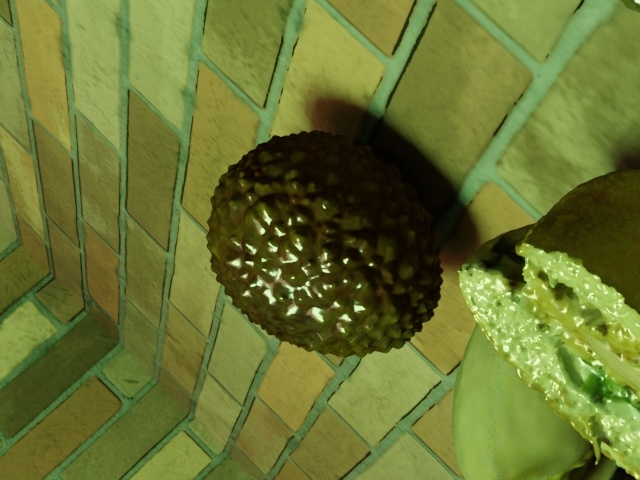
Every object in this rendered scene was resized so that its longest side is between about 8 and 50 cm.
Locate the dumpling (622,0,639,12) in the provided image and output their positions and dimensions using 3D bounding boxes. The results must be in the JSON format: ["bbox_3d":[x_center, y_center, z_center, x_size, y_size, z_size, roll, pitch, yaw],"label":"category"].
[{"bbox_3d":[0.171,-0.179,0.527,0.166,0.086,0.332,42,163,22],"label":"dumpling"}]

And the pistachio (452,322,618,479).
[{"bbox_3d":[0.162,0.104,0.884,0.144,0.215,0.144,17,145,12],"label":"pistachio"}]

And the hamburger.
[{"bbox_3d":[0.225,0.070,0.766,0.283,0.156,0.144,44,140,-6],"label":"hamburger"}]

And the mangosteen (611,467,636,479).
[{"bbox_3d":[0.250,0.193,0.948,0.152,0.152,0.152,40,158,19],"label":"mangosteen"}]

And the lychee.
[{"bbox_3d":[0.000,0.000,1.040,0.238,0.200,0.200,36,157,42],"label":"lychee"}]
